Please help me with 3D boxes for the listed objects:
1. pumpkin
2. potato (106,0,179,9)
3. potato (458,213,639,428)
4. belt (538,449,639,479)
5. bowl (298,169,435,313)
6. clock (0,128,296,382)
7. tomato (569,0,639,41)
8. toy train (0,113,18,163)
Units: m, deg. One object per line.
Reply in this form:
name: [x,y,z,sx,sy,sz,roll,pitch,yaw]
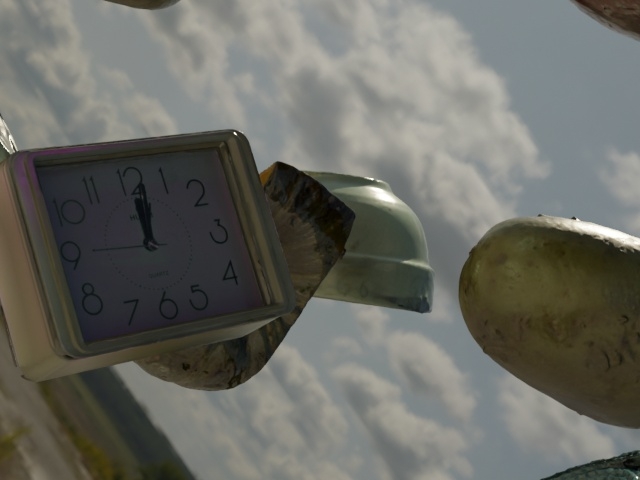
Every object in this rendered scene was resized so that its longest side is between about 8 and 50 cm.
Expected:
pumpkin: [-0.102,0.029,1.469,0.139,0.280,0.190,31,7,-29]
potato: [-0.227,-0.352,1.537,0.178,0.160,0.235,24,6,11]
potato: [0.271,0.080,1.311,0.307,0.173,0.210,25,-11,-23]
belt: [0.182,0.237,1.003,0.082,0.163,0.147,62,27,-15]
bowl: [0.000,0.000,1.726,0.307,0.307,0.163,169,-73,-79]
clock: [-0.126,0.004,0.921,0.071,0.192,0.147,-29,-105,50]
tomato: [0.301,-0.298,1.007,0.282,0.317,0.316,46,-14,45]
toy train: [-0.377,-0.174,1.268,0.407,0.088,0.086,56,-3,39]
